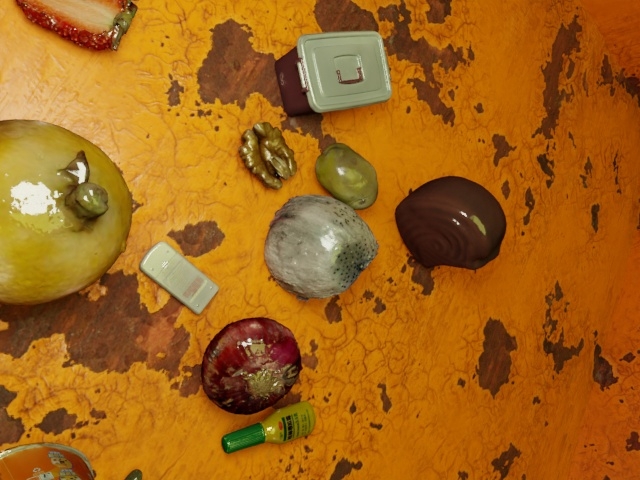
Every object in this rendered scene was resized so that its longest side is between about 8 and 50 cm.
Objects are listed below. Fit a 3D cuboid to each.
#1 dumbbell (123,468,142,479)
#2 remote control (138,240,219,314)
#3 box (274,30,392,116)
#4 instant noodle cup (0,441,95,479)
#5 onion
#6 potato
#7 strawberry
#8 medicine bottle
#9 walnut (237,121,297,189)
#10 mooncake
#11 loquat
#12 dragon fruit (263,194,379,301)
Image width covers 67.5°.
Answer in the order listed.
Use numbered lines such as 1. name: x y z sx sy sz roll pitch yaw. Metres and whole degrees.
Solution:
1. dumbbell: -0.392 0.569 1.084 0.118 0.046 0.052 53 59 -23
2. remote control: -0.331 0.086 1.124 0.190 0.029 0.087 45 67 -27
3. box: 0.030 -0.435 1.281 0.294 0.168 0.193 -19 100 -33
4. instant noodle cup: -0.513 0.545 0.856 0.297 0.214 0.296 -15 111 -44
5. onion: -0.168 0.296 1.149 0.247 0.190 0.246 -6 110 -16
6. potato: 0.076 -0.175 1.331 0.137 0.154 0.200 -48 119 -1
7. strawberry: -0.491 -0.462 0.981 0.208 0.087 0.167 20 58 -8
8. medicine bottle: -0.131 0.495 1.253 0.261 0.064 0.094 -5 94 -34
9. walnut: -0.140 -0.215 1.227 0.143 0.069 0.170 -45 116 -27
10. mooncake: 0.379 -0.034 1.451 0.174 0.326 0.333 -37 144 -31
11. loquat: -0.482 -0.052 0.831 0.328 0.360 0.328 12 75 -57
12. dragon fruit: 0.000 0.000 1.243 0.283 0.221 0.204 -50 123 -21
